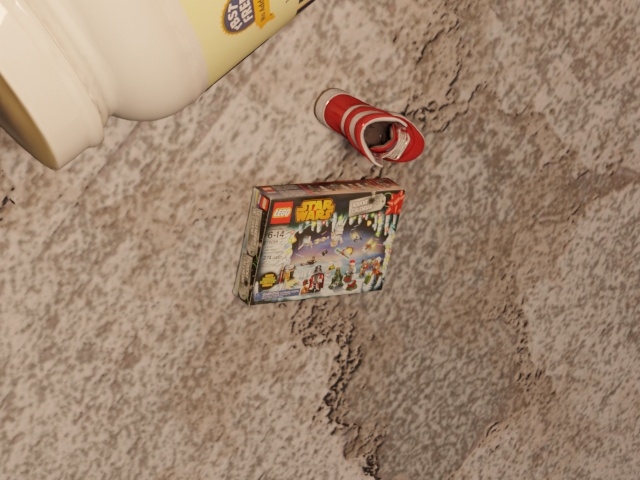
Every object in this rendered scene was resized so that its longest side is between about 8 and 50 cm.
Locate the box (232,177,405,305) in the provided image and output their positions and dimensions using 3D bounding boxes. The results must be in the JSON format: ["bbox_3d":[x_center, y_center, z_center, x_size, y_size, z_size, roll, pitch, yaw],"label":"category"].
[{"bbox_3d":[0.000,0.000,1.218,0.137,0.027,0.094,-6,118,-37],"label":"box"}]

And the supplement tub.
[{"bbox_3d":[-0.089,-0.217,0.867,0.325,0.235,0.235,-41,134,-12],"label":"supplement tub"}]

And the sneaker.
[{"bbox_3d":[0.054,-0.078,1.186,0.118,0.067,0.042,20,102,-44],"label":"sneaker"}]
